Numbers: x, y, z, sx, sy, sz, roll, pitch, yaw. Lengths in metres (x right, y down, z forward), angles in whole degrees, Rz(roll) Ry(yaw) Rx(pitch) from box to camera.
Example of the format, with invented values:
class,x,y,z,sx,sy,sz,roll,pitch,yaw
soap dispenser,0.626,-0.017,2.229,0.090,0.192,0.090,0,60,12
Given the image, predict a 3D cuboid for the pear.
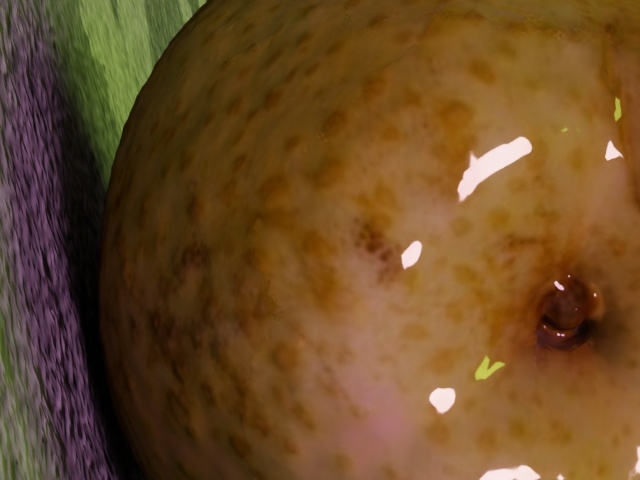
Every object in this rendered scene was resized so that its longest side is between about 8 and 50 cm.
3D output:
class,x,y,z,sx,sy,sz,roll,pitch,yaw
pear,0.057,0.016,0.511,0.271,0.271,0.271,-12,90,-90
